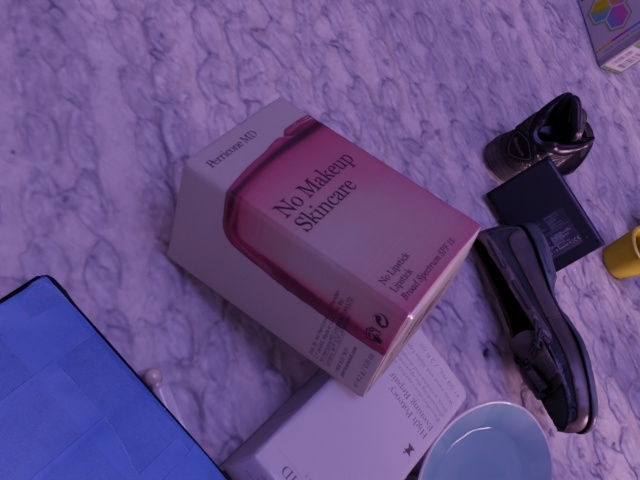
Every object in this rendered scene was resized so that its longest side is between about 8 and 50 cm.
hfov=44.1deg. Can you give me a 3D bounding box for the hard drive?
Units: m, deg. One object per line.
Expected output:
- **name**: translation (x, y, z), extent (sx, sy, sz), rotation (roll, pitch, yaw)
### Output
- **hard drive**: translation (0.291, -0.029, 1.026), extent (0.135, 0.094, 0.022), rotation (58, 17, 2)

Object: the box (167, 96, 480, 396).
- **box**: translation (0.000, 0.000, 0.720), extent (0.232, 0.127, 0.148), rotation (34, 47, 12)

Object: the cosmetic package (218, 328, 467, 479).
- **cosmetic package**: translation (0.027, 0.178, 0.733), extent (0.117, 0.085, 0.231), rotation (52, 47, -2)

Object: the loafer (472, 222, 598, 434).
- **loafer**: translation (0.246, 0.103, 0.941), extent (0.084, 0.096, 0.267), rotation (-2, 61, -16)

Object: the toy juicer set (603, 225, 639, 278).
- **toy juicer set**: translation (0.574, 0.022, 1.208), extent (0.329, 0.089, 0.209), rotation (-33, 89, -42)

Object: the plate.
- **plate**: translation (0.163, 0.253, 0.800), extent (0.188, 0.024, 0.188), rotation (-1, 93, -32)

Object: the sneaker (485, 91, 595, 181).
- **sneaker**: translation (0.344, -0.146, 1.099), extent (0.227, 0.130, 0.087), rotation (-12, 77, -42)

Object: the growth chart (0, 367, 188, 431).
- **growth chart**: translation (-0.194, 0.189, 0.606), extent (0.237, 0.021, 0.172), rotation (-6, 72, -38)

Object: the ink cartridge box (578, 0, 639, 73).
- **ink cartridge box**: translation (0.519, -0.409, 1.371), extent (0.062, 0.109, 0.209), rotation (8, 64, -34)

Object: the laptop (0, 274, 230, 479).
- **laptop**: translation (-0.135, 0.225, 0.449), extent (0.382, 0.408, 0.236), rotation (-42, 125, -45)
